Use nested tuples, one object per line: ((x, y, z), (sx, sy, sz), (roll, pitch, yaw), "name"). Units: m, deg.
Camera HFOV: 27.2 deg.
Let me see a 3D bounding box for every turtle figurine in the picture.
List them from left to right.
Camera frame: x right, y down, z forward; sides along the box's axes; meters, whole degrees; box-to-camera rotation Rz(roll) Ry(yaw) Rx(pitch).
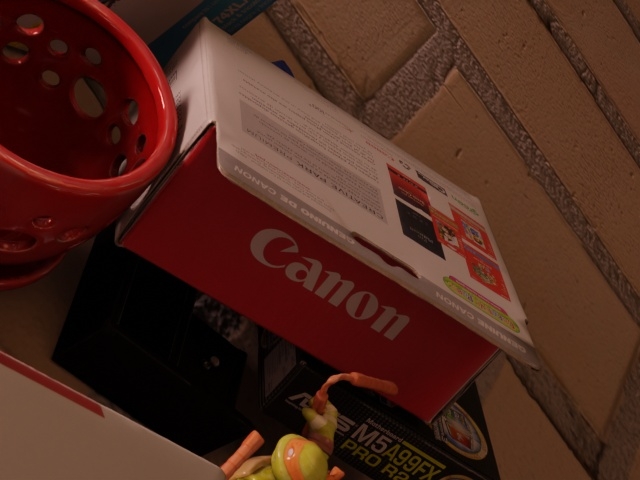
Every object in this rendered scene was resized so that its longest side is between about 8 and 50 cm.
((-0.060, 0.183, 0.947), (0.269, 0.217, 0.087), (-25, 86, -56), "turtle figurine")

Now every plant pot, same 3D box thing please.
((-0.225, -0.067, 0.942), (0.191, 0.174, 0.191), (25, 43, -26), "plant pot")

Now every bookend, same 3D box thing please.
((-0.120, 0.068, 1.085), (0.157, 0.072, 0.156), (41, 38, -27), "bookend")

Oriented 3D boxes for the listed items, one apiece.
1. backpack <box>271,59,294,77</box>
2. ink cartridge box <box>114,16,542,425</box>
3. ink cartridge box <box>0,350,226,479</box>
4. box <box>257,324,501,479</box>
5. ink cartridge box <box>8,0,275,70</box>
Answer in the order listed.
((-0.042, -0.105, 1.290), (0.120, 0.098, 0.101), (60, 30, 1), "backpack")
((0.000, 0.000, 1.043), (0.309, 0.130, 0.272), (32, 22, -22), "ink cartridge box")
((-0.214, 0.181, 0.707), (0.197, 0.273, 0.114), (35, 38, -32), "ink cartridge box")
((0.045, 0.105, 1.183), (0.216, 0.060, 0.270), (34, 23, -19), "box")
((-0.201, -0.284, 1.127), (0.270, 0.197, 0.198), (14, 55, -46), "ink cartridge box")
